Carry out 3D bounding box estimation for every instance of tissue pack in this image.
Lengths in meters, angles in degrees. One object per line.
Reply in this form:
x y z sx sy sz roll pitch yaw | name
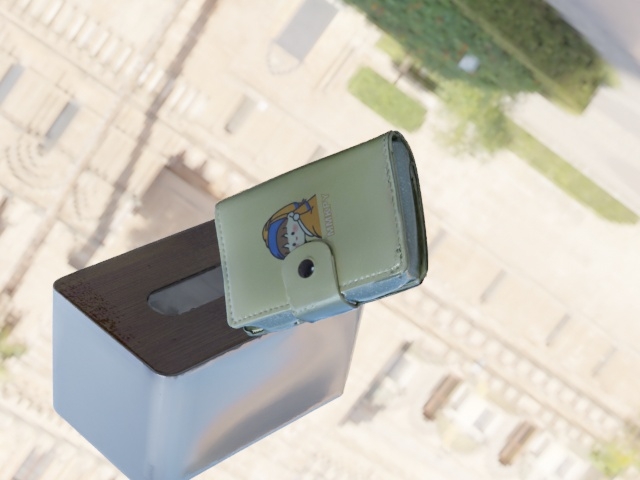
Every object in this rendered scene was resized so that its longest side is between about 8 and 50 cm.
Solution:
-0.098 0.090 1.102 0.159 0.136 0.246 33 -140 32 | tissue pack

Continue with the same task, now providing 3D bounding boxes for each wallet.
0.000 0.000 0.857 0.039 0.155 0.110 18 -121 -51 | wallet
